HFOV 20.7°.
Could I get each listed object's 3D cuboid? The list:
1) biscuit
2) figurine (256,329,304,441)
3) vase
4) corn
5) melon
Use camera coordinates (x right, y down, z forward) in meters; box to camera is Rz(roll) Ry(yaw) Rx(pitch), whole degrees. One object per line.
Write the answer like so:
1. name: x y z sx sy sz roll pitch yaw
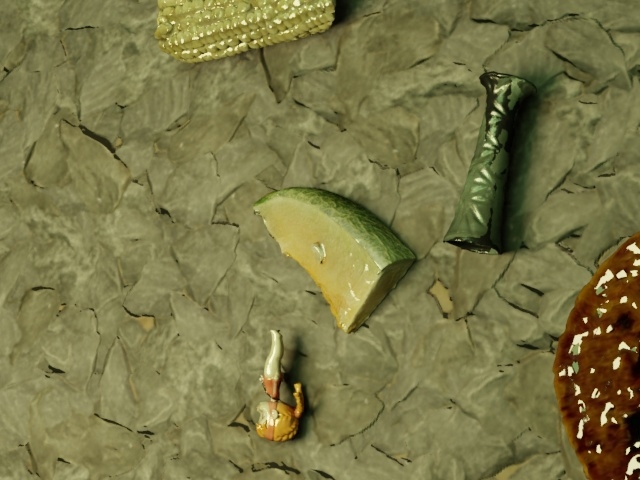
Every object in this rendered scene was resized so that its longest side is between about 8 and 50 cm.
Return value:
1. biscuit: 0.339 0.132 1.492 0.289 0.081 0.334 -32 56 34
2. figurine: -0.039 0.141 1.710 0.047 0.064 0.109 -1 86 5
3. vase: 0.161 -0.073 1.663 0.059 0.059 0.167 9 81 28
4. corn: -0.070 -0.235 1.813 0.211 0.087 0.087 -7 74 18
5. melon: 0.005 -0.004 1.739 0.098 0.054 0.182 -52 60 23
